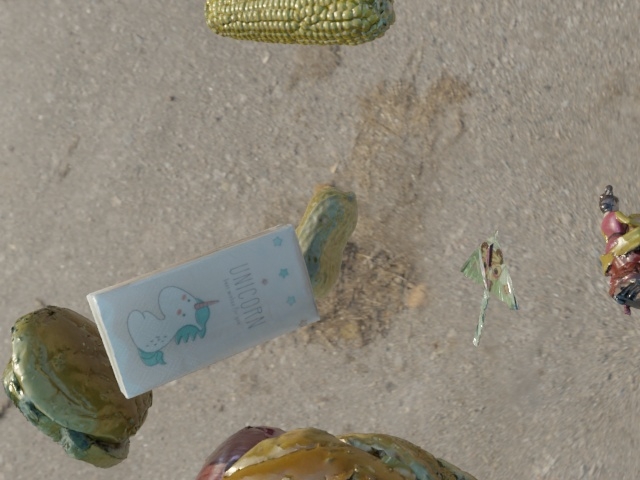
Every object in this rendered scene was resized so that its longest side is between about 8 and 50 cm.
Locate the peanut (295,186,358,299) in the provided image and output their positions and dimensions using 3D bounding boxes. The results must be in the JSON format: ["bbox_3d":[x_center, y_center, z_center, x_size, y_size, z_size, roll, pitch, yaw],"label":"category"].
[{"bbox_3d":[-0.009,0.001,1.940,0.159,0.143,0.291,15,80,28],"label":"peanut"}]

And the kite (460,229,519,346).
[{"bbox_3d":[0.328,0.099,1.530,0.012,0.229,0.249,-2,110,-17],"label":"kite"}]

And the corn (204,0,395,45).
[{"bbox_3d":[-0.030,-0.297,1.000,0.260,0.091,0.091,5,77,27],"label":"corn"}]

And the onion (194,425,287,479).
[{"bbox_3d":[-0.140,0.496,1.345,0.286,0.348,0.347,0,83,21],"label":"onion"}]

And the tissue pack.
[{"bbox_3d":[-0.173,0.103,1.195,0.326,0.071,0.170,-21,101,-20],"label":"tissue pack"}]

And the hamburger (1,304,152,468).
[{"bbox_3d":[-0.400,0.232,1.300,0.285,0.265,0.134,43,90,-6],"label":"hamburger"}]

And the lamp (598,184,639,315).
[{"bbox_3d":[0.585,0.010,1.459,0.118,0.118,0.253,-13,44,22],"label":"lamp"}]

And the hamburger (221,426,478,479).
[{"bbox_3d":[0.032,0.284,0.644,0.245,0.211,0.260,-24,59,26],"label":"hamburger"}]
